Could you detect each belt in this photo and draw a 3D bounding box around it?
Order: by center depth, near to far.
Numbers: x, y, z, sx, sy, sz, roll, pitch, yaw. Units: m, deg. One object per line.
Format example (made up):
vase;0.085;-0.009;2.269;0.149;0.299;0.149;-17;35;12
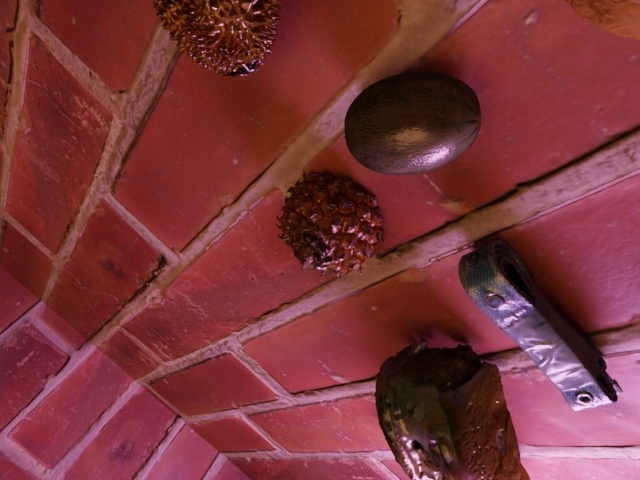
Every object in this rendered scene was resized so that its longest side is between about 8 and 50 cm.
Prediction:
belt;0.311;0.123;0.663;0.302;0.087;0.072;46;128;-12

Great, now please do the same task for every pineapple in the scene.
pineapple;0.001;-0.002;0.721;0.176;0.137;0.161;45;140;-9

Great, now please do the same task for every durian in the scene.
durian;-0.117;-0.273;0.551;0.168;0.137;0.158;58;158;-12

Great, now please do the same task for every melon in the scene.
melon;0.098;-0.132;0.543;0.168;0.114;0.114;-4;126;36

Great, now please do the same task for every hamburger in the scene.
hamburger;0.203;0.308;0.793;0.168;0.192;0.287;-17;88;51

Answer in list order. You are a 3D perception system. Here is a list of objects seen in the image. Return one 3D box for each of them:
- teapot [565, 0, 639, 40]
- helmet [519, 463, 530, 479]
teapot;0.233;-0.226;0.308;0.311;0.167;0.203;2;130;36
helmet;0.321;0.465;0.935;0.205;0.140;0.257;-6;153;39
